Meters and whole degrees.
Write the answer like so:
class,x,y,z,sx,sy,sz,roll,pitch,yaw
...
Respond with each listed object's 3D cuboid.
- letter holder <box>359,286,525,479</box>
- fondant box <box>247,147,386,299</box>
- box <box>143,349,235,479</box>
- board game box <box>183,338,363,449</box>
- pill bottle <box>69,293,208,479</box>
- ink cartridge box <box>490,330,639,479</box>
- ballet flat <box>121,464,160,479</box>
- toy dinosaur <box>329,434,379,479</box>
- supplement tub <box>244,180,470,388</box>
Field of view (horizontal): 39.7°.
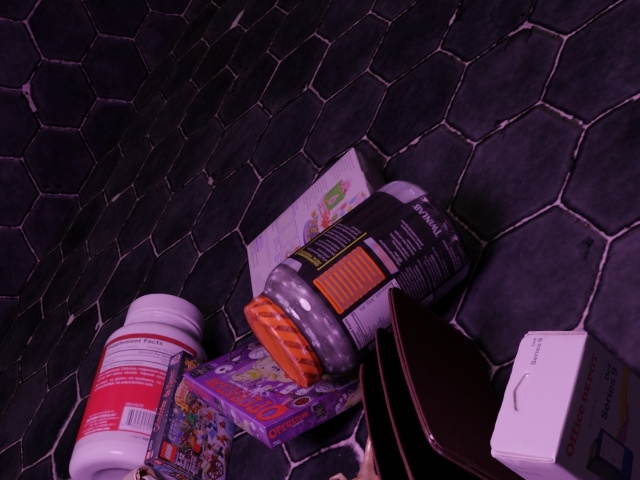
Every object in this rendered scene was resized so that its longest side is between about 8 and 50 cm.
class,x,y,z,sx,sy,sz,roll,pitch,yaw
letter holder,0.134,0.240,1.231,0.152,0.214,0.302,-41,32,21
fondant box,0.000,0.000,1.798,0.330,0.096,0.238,-43,31,20
box,-0.239,0.349,1.704,0.044,0.159,0.233,-30,38,36
board game box,-0.085,0.256,1.583,0.208,0.056,0.346,-27,20,-25
pill bottle,-0.358,0.320,1.835,0.229,0.229,0.408,-31,36,34
ink cartridge box,0.305,0.218,1.012,0.093,0.212,0.154,-10,50,50
ballet flat,-0.277,0.508,1.577,0.086,0.086,0.248,-44,66,16
toy dinosaur,0.063,0.382,1.367,0.092,0.053,0.183,-17,51,25
supplement tub,0.057,0.072,1.428,0.338,0.207,0.207,-36,26,-16
